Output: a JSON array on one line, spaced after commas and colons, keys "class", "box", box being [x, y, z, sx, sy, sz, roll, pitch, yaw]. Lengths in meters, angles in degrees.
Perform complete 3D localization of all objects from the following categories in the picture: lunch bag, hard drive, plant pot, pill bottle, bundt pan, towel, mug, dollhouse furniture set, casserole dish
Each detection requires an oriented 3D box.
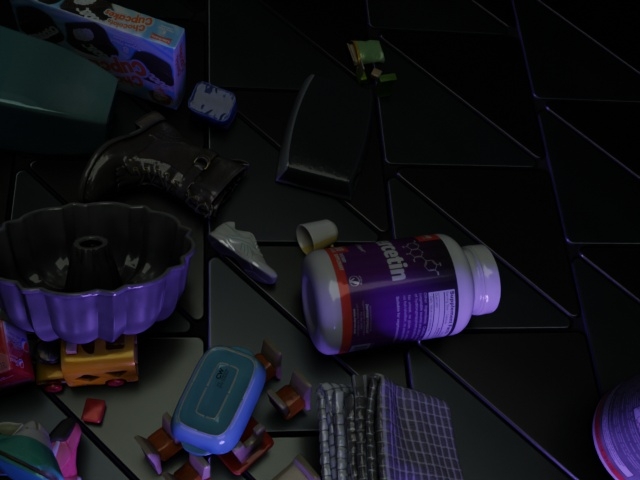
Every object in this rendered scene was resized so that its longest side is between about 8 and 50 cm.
[{"class": "lunch bag", "box": [-0.215, -0.263, 1.530, 0.098, 0.065, 0.067, 23, 78, 2]}, {"class": "hard drive", "box": [0.016, -0.214, 1.547, 0.172, 0.054, 0.255, 15, 62, -1]}, {"class": "plant pot", "box": [-0.501, -0.256, 1.432, 0.234, 0.166, 0.165, 13, 62, -12]}, {"class": "pill bottle", "box": [0.601, 0.276, 1.221, 0.210, 0.363, 0.210, 3, 63, -7]}, {"class": "bundt pan", "box": [-0.366, 0.057, 1.250, 0.330, 0.124, 0.331, 3, 25, -2]}, {"class": "towel", "box": [0.122, 0.352, 1.190, 0.235, 0.121, 0.284, 23, 52, -41]}, {"class": "mug", "box": [-0.002, -0.003, 1.446, 0.064, 0.078, 0.062, -21, 36, -28]}, {"class": "pill bottle", "box": [0.136, 0.087, 1.344, 0.323, 0.181, 0.181, -8, 65, -13]}, {"class": "dollhouse furniture set", "box": [0.111, -0.380, 1.643, 0.076, 0.058, 0.152, -10, 66, -14]}, {"class": "casserole dish", "box": [-0.157, 0.237, 1.195, 0.114, 0.037, 0.188, 18, 55, 10]}, {"class": "dollhouse furniture set", "box": [-0.115, 0.332, 1.234, 0.262, 0.135, 0.259, -36, 63, -23]}]

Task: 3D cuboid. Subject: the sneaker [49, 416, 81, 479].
[{"class": "sneaker", "box": [-0.386, 0.426, 1.151, 0.136, 0.116, 0.314, 20, 59, -22]}]

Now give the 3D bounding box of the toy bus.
[{"class": "toy bus", "box": [-0.390, 0.179, 1.256, 0.191, 0.104, 0.202, 36, 63, 10]}]

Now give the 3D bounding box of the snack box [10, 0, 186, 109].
[{"class": "snack box", "box": [-0.416, -0.375, 1.483, 0.322, 0.187, 0.060, 19, 62, 1]}]

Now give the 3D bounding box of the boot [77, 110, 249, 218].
[{"class": "boot", "box": [-0.284, -0.112, 1.427, 0.229, 0.091, 0.263, 35, 62, 10]}]

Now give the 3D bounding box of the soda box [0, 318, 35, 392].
[{"class": "soda box", "box": [-0.582, 0.211, 1.186, 0.263, 0.083, 0.092, -21, 67, -1]}]

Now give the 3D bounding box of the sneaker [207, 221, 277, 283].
[{"class": "sneaker", "box": [-0.131, 0.018, 1.408, 0.152, 0.054, 0.061, 38, 61, 11]}]

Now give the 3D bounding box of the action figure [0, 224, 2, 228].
[{"class": "action figure", "box": [-0.556, -0.013, 1.369, 0.115, 0.030, 0.038, 3, 69, -13]}]

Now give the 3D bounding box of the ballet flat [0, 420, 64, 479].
[{"class": "ballet flat", "box": [-0.440, 0.295, 1.104, 0.247, 0.083, 0.087, -6, 41, 34]}]
